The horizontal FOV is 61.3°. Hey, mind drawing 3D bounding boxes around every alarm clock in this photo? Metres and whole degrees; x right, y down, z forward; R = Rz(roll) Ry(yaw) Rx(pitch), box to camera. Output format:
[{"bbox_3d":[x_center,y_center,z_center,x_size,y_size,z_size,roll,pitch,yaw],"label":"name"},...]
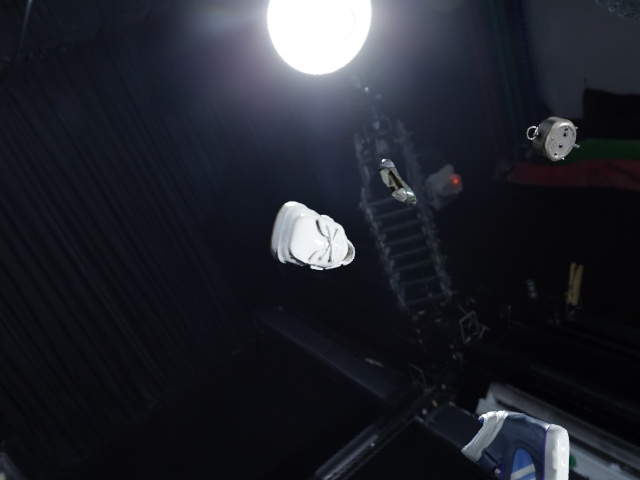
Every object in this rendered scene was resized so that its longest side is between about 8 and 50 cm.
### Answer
[{"bbox_3d":[0.701,-0.311,1.644,0.192,0.129,0.064,8,-160,-24],"label":"alarm clock"}]

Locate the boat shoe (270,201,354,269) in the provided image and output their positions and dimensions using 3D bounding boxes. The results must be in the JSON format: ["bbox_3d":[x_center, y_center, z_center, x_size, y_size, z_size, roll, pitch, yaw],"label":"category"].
[{"bbox_3d":[0.000,0.000,0.897,0.096,0.098,0.277,16,-179,17],"label":"boat shoe"}]

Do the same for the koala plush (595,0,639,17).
[{"bbox_3d":[0.463,-0.390,0.672,0.221,0.203,0.196,-17,172,-17],"label":"koala plush"}]

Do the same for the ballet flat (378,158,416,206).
[{"bbox_3d":[0.153,-0.111,1.108,0.041,0.114,0.041,-34,-171,6],"label":"ballet flat"}]

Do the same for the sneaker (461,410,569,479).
[{"bbox_3d":[0.452,0.577,1.292,0.236,0.323,0.130,1,167,40],"label":"sneaker"}]
